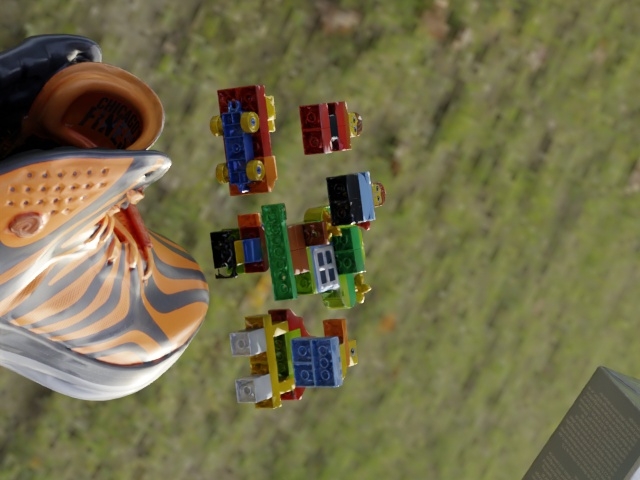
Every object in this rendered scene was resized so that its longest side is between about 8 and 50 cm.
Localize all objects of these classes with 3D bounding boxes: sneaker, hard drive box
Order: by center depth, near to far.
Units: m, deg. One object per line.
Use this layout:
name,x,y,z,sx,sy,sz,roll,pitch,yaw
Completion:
sneaker,-0.128,-0.010,1.034,0.180,0.124,0.321,-44,158,20
hard drive box,0.216,0.225,1.300,0.181,0.089,0.232,21,109,-32

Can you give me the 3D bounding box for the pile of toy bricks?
pile of toy bricks,0.000,0.000,1.212,0.105,0.118,0.212,-14,99,-57
